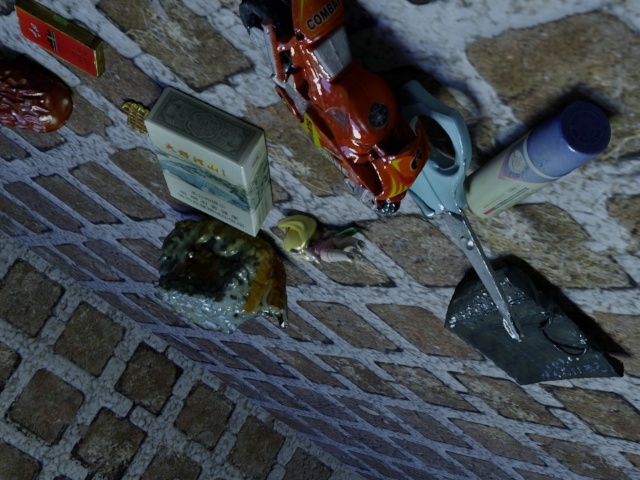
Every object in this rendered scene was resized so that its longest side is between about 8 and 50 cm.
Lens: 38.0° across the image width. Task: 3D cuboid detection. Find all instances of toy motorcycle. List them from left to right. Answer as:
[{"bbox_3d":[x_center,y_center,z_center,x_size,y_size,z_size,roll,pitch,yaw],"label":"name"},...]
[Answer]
[{"bbox_3d":[0.024,-0.144,0.988,0.298,0.089,0.171,56,165,-23],"label":"toy motorcycle"}]

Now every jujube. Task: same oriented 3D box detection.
[{"bbox_3d":[-0.494,-0.239,1.533,0.176,0.109,0.112,17,-165,11],"label":"jujube"}]

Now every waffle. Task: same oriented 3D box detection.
[{"bbox_3d":[-0.283,-0.192,1.473,0.078,0.016,0.085,16,158,22],"label":"waffle"}]

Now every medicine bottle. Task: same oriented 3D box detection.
[{"bbox_3d":[0.220,-0.080,0.981,0.059,0.059,0.231,31,161,-6],"label":"medicine bottle"}]

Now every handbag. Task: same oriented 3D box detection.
[{"bbox_3d":[0.305,0.127,1.353,0.270,0.089,0.175,38,151,-23],"label":"handbag"}]

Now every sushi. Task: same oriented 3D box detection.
[{"bbox_3d":[-0.178,0.066,1.707,0.274,0.184,0.139,15,157,33],"label":"sushi"}]

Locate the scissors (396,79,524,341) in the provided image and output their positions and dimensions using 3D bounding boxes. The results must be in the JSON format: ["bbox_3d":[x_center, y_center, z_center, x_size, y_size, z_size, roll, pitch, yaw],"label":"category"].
[{"bbox_3d":[0.156,-0.022,1.081,0.191,0.029,0.360,3,126,60],"label":"scissors"}]

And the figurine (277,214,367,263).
[{"bbox_3d":[0.000,0.000,1.479,0.083,0.083,0.187,42,163,-32],"label":"figurine"}]

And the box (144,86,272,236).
[{"bbox_3d":[-0.163,-0.112,1.420,0.164,0.069,0.256,26,160,10],"label":"box"}]

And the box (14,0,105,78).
[{"bbox_3d":[-0.375,-0.293,1.344,0.133,0.023,0.090,30,159,-2],"label":"box"}]
